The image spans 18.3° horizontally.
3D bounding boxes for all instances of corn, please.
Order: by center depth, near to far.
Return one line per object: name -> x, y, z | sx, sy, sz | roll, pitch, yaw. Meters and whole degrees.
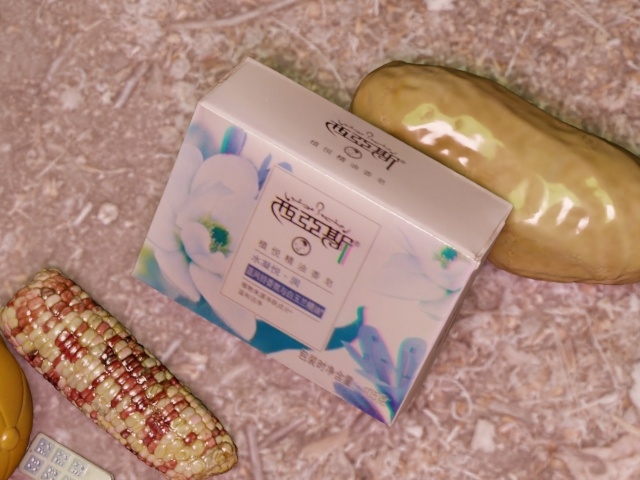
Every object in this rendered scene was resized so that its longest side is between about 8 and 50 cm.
corn -> -0.181, 0.129, 1.773 | 0.253, 0.086, 0.086 | 42, 84, 6

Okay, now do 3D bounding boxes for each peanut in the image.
peanut -> 0.168, -0.054, 1.764 | 0.319, 0.147, 0.147 | 28, 82, 5

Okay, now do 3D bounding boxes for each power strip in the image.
power strip -> -0.230, 0.211, 1.793 | 0.090, 0.016, 0.040 | 29, 82, 8

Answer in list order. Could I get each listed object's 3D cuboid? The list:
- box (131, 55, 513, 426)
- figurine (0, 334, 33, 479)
box -> -0.001, 0.001, 1.722 | 0.274, 0.116, 0.203 | 30, 125, 7
figurine -> -0.380, 0.147, 1.730 | 0.257, 0.167, 0.192 | 7, 114, 2
